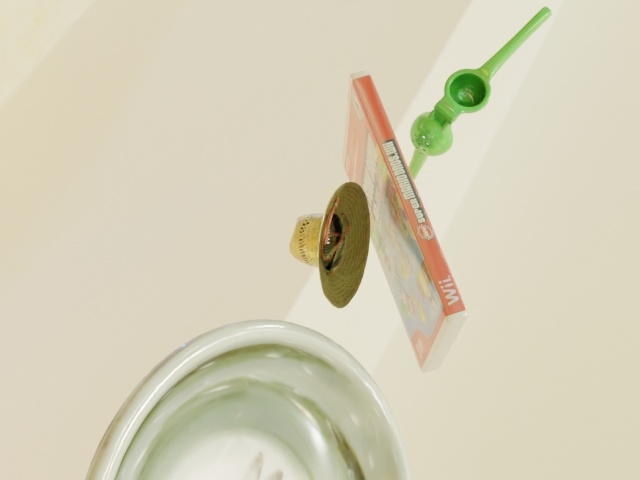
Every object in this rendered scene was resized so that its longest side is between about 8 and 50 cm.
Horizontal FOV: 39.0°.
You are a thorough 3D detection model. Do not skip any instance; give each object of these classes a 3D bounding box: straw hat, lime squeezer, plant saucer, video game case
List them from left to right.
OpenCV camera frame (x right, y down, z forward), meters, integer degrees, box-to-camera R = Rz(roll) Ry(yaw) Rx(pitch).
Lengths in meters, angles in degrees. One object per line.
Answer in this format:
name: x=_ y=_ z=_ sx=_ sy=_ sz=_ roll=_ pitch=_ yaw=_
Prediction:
plant saucer: x=-0.071 y=0.276 z=0.837 sx=0.100 sy=0.400 sz=0.400 roll=-11 pitch=-135 yaw=43
straw hat: x=0.000 y=0.000 z=0.960 sx=0.061 sy=0.144 sz=0.144 roll=6 pitch=-125 yaw=23
video game case: x=0.083 y=-0.014 z=0.983 sx=0.025 sy=0.204 sz=0.285 roll=-17 pitch=-111 yaw=-8
lime squeezer: x=0.174 y=-0.158 z=1.114 sx=0.059 sy=0.110 sz=0.310 roll=50 pitch=-63 yaw=28
